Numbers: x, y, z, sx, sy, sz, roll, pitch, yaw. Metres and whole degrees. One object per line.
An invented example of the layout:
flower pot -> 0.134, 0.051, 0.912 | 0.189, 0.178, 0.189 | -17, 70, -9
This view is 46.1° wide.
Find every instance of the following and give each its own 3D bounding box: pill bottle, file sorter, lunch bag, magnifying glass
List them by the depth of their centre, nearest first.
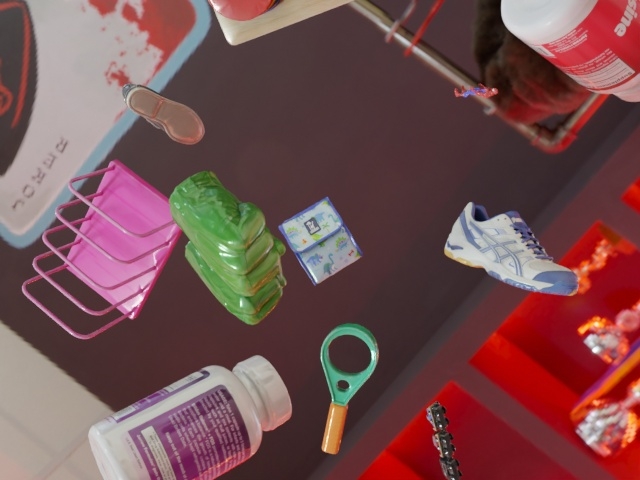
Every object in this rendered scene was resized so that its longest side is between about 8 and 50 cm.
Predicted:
pill bottle -> -0.203, 0.307, 1.222 | 0.301, 0.169, 0.169 | -24, -121, -28
magnifying glass -> 0.035, 0.243, 1.224 | 0.092, 0.231, 0.026 | 13, -160, 8
file sorter -> -0.447, 0.024, 1.531 | 0.202, 0.291, 0.182 | 37, -154, 9
lunch bag -> 0.000, 0.000, 1.628 | 0.151, 0.128, 0.096 | 60, 177, -6
pill bottle -> 0.604, -0.464, 1.643 | 0.407, 0.229, 0.229 | 22, -151, -35

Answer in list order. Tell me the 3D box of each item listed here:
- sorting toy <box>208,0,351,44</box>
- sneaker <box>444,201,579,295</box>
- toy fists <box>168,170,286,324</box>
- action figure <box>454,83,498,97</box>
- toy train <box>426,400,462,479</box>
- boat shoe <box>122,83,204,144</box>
sorting toy -> -0.050, -0.384, 0.875 | 0.089, 0.257, 0.255 | -66, -43, -63
sneaker -> 0.367, 0.011, 1.440 | 0.112, 0.131, 0.296 | 11, -169, -45
toy fists -> -0.110, 0.022, 0.994 | 0.096, 0.279, 0.142 | -35, -109, -17
action figure -> 0.356, -0.339, 1.706 | 0.038, 0.030, 0.115 | -23, -155, -32
toy train -> 0.214, 0.350, 1.314 | 0.027, 0.158, 0.036 | -24, -163, -32
boat shoe -> -0.327, -0.269, 1.572 | 0.206, 0.075, 0.065 | 28, -170, -48
